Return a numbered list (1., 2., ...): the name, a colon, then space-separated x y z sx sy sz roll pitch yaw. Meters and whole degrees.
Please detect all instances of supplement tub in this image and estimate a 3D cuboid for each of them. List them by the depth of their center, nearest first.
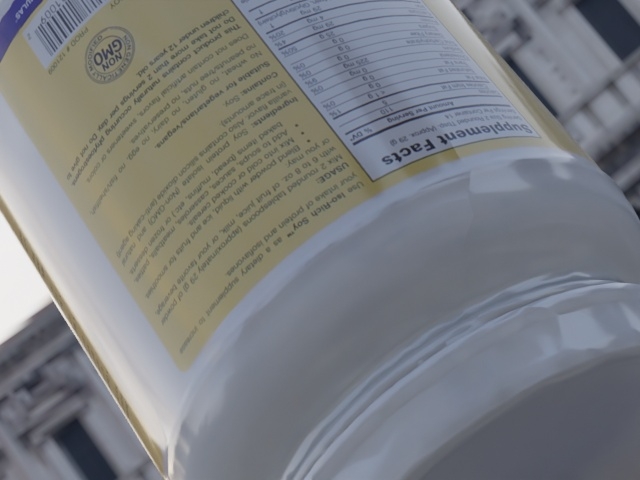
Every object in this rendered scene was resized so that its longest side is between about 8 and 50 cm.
1. supplement tub: 0.000 0.000 0.860 0.241 0.331 0.241 -25 -33 -18
